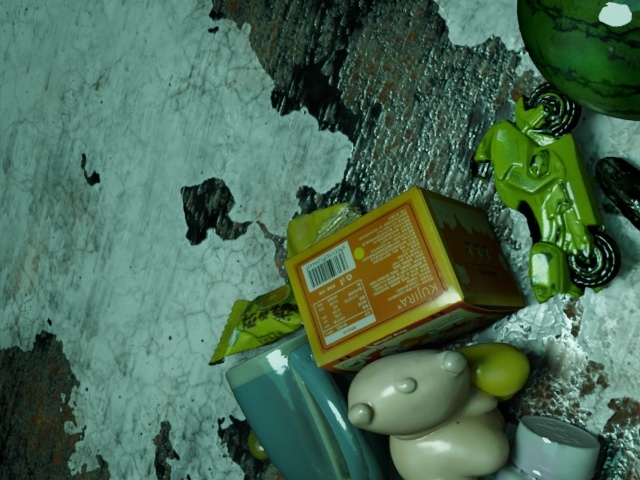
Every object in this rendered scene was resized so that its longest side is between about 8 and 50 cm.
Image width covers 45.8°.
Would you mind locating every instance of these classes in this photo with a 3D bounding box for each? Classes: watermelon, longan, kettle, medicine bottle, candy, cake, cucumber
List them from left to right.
[{"bbox_3d":[-0.113,0.413,1.551,0.075,0.083,0.075,-1,96,-10],"label":"longan"},{"bbox_3d":[-0.085,0.145,1.497,0.297,0.187,0.081,-21,118,32],"label":"candy"},{"bbox_3d":[-0.002,-0.001,1.482,0.185,0.080,0.116,-7,70,30],"label":"cake"},{"bbox_3d":[0.011,0.334,1.352,0.247,0.319,0.342,-24,81,-14],"label":"kettle"},{"bbox_3d":[0.350,0.422,1.212,0.152,0.152,0.254,19,99,32],"label":"medicine bottle"},{"bbox_3d":[0.456,-0.330,1.050,0.363,0.363,0.363,-1,89,33],"label":"watermelon"},{"bbox_3d":[0.529,-0.020,1.150,0.303,0.081,0.072,47,142,24],"label":"cucumber"}]

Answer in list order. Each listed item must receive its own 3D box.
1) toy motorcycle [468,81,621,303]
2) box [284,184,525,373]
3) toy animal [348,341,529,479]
[{"bbox_3d":[0.350,-0.071,1.217,0.206,0.142,0.342,-21,80,48],"label":"toy motorcycle"},{"bbox_3d":[0.145,0.078,1.278,0.284,0.260,0.213,-29,67,29],"label":"box"},{"bbox_3d":[0.211,0.295,1.210,0.278,0.345,0.246,-14,75,14],"label":"toy animal"}]
